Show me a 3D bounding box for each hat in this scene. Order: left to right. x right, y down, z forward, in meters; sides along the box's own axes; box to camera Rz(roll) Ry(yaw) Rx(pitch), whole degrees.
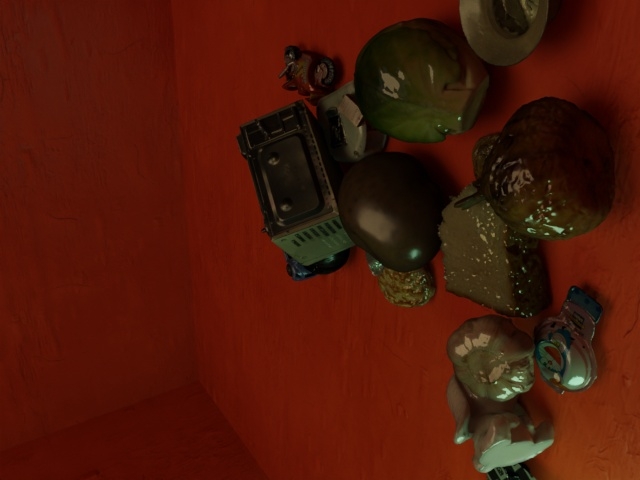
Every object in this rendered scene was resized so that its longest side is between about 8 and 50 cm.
[{"bbox_3d":[0.413,-0.490,1.519,0.257,0.130,0.257,35,133,50],"label":"hat"}]

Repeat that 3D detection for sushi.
[{"bbox_3d":[0.537,0.663,1.994,0.231,0.047,0.219,37,140,55],"label":"sushi"}]

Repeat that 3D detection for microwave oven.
[{"bbox_3d":[-0.064,-0.161,2.271,0.333,0.247,0.394,40,-150,-64],"label":"microwave oven"}]

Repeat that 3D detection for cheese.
[{"bbox_3d":[0.563,0.232,1.689,0.189,0.074,0.285,46,140,39],"label":"cheese"}]

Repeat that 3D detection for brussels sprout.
[{"bbox_3d":[0.236,-0.370,1.757,0.355,0.281,0.289,33,133,38],"label":"brussels sprout"}]

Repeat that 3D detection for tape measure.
[{"bbox_3d":[0.091,-0.351,2.185,0.243,0.125,0.246,-13,92,62],"label":"tape measure"}]

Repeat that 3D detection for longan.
[{"bbox_3d":[0.197,-0.078,1.990,0.350,0.289,0.288,54,146,32],"label":"longan"}]

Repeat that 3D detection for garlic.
[{"bbox_3d":[0.429,0.261,1.788,0.219,0.212,0.218,13,117,26],"label":"garlic"}]

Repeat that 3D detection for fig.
[{"bbox_3d":[0.402,-0.118,1.529,0.369,0.286,0.286,-19,87,47],"label":"fig"}]

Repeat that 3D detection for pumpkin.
[{"bbox_3d":[0.000,0.000,2.492,0.233,0.163,0.233,50,150,44],"label":"pumpkin"}]

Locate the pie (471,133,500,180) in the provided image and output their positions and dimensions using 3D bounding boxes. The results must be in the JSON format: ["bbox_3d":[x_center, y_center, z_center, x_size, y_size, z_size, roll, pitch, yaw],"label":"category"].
[{"bbox_3d":[0.406,-0.207,1.788,0.170,0.034,0.092,-26,83,68],"label":"pie"}]

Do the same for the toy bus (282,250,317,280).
[{"bbox_3d":[-0.075,-0.008,2.666,0.133,0.126,0.292,-31,76,62],"label":"toy bus"}]

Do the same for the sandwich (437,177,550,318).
[{"bbox_3d":[0.411,0.002,1.786,0.262,0.131,0.325,21,125,58],"label":"sandwich"}]

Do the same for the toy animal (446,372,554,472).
[{"bbox_3d":[0.424,0.430,1.892,0.206,0.272,0.265,-54,42,33],"label":"toy animal"}]

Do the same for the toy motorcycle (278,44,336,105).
[{"bbox_3d":[-0.041,-0.524,2.369,0.298,0.089,0.171,35,135,50],"label":"toy motorcycle"}]

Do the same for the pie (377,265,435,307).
[{"bbox_3d":[0.244,0.107,2.185,0.205,0.084,0.178,-8,111,57],"label":"pie"}]

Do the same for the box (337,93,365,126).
[{"bbox_3d":[0.090,-0.362,2.066,0.083,0.024,0.053,46,130,15],"label":"box"}]

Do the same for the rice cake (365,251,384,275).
[{"bbox_3d":[0.165,0.014,2.190,0.051,0.081,0.290,48,-166,-19],"label":"rice cake"}]
